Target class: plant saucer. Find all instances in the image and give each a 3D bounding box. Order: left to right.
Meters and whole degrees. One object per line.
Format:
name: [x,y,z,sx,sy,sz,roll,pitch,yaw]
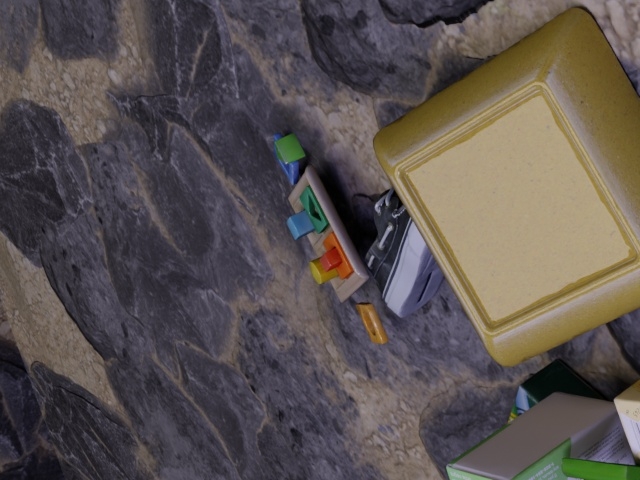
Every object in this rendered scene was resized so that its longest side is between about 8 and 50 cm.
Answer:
plant saucer: [0.235,-0.041,1.608,0.333,0.081,0.333,-31,88,37]

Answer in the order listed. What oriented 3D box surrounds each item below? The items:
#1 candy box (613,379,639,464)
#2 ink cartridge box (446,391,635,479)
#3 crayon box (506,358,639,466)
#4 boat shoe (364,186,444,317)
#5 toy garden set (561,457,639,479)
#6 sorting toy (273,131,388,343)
candy box: [0.479,0.163,1.432,0.316,0.183,0.087,-2,113,55]
ink cartridge box: [0.286,0.348,1.678,0.115,0.198,0.273,5,117,53]
crayon box: [0.373,0.331,1.809,0.323,0.083,0.203,41,143,28]
boat shoe: [0.117,-0.020,1.858,0.119,0.121,0.335,45,147,17]
toy garden set: [0.421,0.280,1.549,0.204,0.244,0.049,-6,76,60]
sorting toy: [0.000,0.000,2.044,0.348,0.047,0.196,63,167,8]
